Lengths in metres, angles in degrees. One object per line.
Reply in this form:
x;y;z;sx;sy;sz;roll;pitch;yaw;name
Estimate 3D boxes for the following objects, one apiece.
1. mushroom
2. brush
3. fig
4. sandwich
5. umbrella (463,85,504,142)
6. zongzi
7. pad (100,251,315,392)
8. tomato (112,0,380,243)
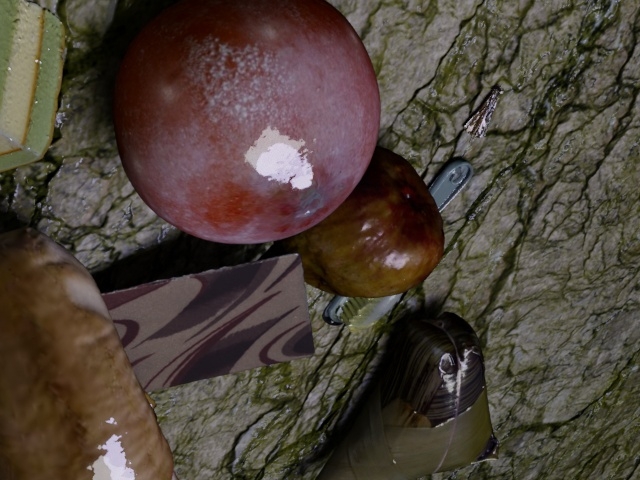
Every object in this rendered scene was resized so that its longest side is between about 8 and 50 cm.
-0.287;0.189;1.528;0.224;0.314;0.397;-22;140;-6;mushroom
0.112;0.020;1.933;0.068;0.060;0.297;13;121;-48;brush
-0.003;0.006;1.718;0.290;0.191;0.191;-26;147;5;fig
-0.342;-0.137;1.352;0.187;0.144;0.117;-11;155;24;sandwich
0.204;-0.158;1.849;0.031;0.020;0.083;24;120;-11;umbrella
0.093;0.260;2.136;0.317;0.154;0.289;-25;137;-10;zongzi
-0.173;0.112;1.715;0.330;0.004;0.220;-12;143;-3;pad
-0.065;-0.118;1.448;0.270;0.227;0.270;-26;147;-18;tomato
